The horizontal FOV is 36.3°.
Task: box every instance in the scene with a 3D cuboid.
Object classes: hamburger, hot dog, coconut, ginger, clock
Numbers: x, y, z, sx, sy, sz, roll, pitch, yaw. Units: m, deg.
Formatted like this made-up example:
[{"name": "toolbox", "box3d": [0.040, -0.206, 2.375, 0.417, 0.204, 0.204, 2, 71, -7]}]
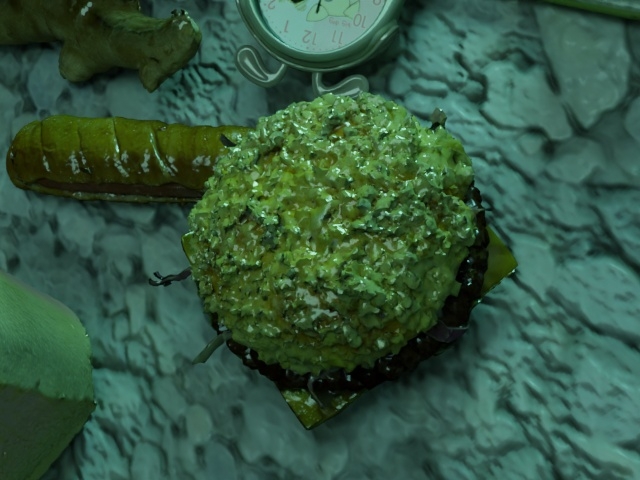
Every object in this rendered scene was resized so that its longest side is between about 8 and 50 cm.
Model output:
[{"name": "hamburger", "box3d": [0.000, 0.000, 0.727, 0.261, 0.138, 0.243, -44, 59, 1]}, {"name": "hot dog", "box3d": [-0.170, -0.076, 0.884, 0.285, 0.061, 0.088, 1, 58, 23]}, {"name": "coconut", "box3d": [-0.323, 0.110, 0.765, 0.233, 0.245, 0.233, -8, 70, 21]}, {"name": "ginger", "box3d": [-0.233, -0.224, 0.957, 0.333, 0.081, 0.148, 29, 88, 32]}, {"name": "clock", "box3d": [0.004, -0.215, 0.834, 0.151, 0.062, 0.191, 17, 94, 11]}]

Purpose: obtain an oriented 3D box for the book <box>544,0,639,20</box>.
[{"name": "book", "box3d": [0.253, -0.292, 0.794, 0.352, 0.035, 0.239, 21, 81, 29]}]
